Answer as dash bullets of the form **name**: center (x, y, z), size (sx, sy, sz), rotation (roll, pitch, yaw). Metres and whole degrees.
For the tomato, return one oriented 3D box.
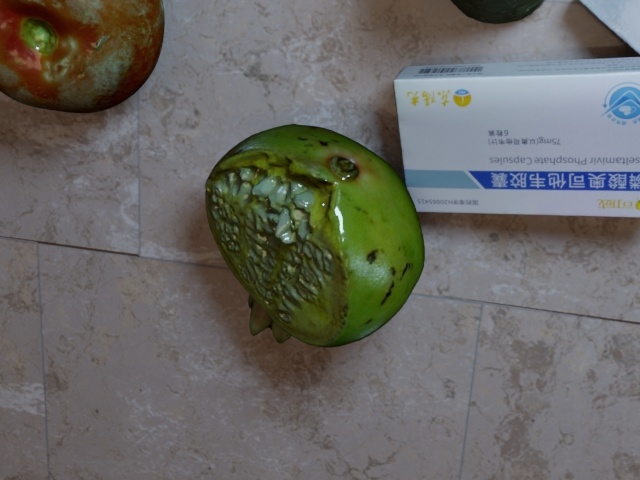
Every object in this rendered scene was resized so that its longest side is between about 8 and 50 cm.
- **tomato**: center (-0.338, -0.312, 1.126), size (0.270, 0.222, 0.270), rotation (5, 128, 7)

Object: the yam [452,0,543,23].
- **yam**: center (0.199, -0.357, 0.973), size (0.161, 0.268, 0.161), rotation (0, 92, 17)

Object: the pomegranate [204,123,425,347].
- **pomegranate**: center (0.000, 0.000, 1.157), size (0.310, 0.216, 0.358), rotation (43, 146, 17)

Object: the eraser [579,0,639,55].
- **eraser**: center (0.464, -0.341, 0.995), size (0.174, 0.095, 0.270), rotation (42, 110, 1)

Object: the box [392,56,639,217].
- **box**: center (0.273, -0.129, 1.072), size (0.343, 0.065, 0.200), rotation (2, 122, 21)
